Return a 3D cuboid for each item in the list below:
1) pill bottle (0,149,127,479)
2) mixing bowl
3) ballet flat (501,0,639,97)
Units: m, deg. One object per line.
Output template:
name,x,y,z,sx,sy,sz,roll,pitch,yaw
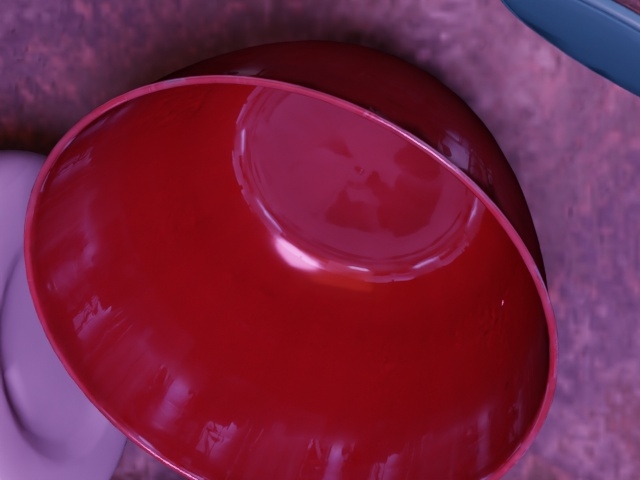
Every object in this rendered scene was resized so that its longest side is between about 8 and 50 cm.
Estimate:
pill bottle,-0.216,0.045,0.615,0.264,0.146,0.146,-3,100,21
mixing bowl,0.000,0.000,0.536,0.181,0.098,0.181,10,127,14
ballet flat,0.155,-0.057,0.507,0.206,0.073,0.067,35,84,8
